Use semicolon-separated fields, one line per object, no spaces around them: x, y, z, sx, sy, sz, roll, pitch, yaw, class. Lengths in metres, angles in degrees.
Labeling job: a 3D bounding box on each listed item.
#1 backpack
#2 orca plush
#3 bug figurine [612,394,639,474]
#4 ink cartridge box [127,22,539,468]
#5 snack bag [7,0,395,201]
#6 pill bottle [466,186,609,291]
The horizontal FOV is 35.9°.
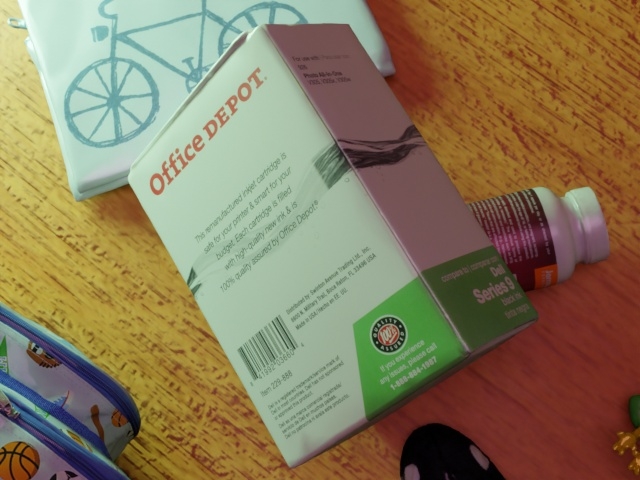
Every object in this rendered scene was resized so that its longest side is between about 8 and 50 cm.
-0.256;0.178;0.778;0.263;0.276;0.213;40;72;8;backpack
0.127;0.289;0.782;0.151;0.102;0.287;-4;79;5;orca plush
0.376;0.168;0.797;0.279;0.072;0.216;-41;75;0;bug figurine
0.000;0.000;0.792;0.211;0.121;0.289;-40;75;38;ink cartridge box
-0.137;-0.245;0.944;0.323;0.037;0.342;-22;78;1;snack bag
0.162;0.003;0.842;0.152;0.086;0.086;-14;78;3;pill bottle
